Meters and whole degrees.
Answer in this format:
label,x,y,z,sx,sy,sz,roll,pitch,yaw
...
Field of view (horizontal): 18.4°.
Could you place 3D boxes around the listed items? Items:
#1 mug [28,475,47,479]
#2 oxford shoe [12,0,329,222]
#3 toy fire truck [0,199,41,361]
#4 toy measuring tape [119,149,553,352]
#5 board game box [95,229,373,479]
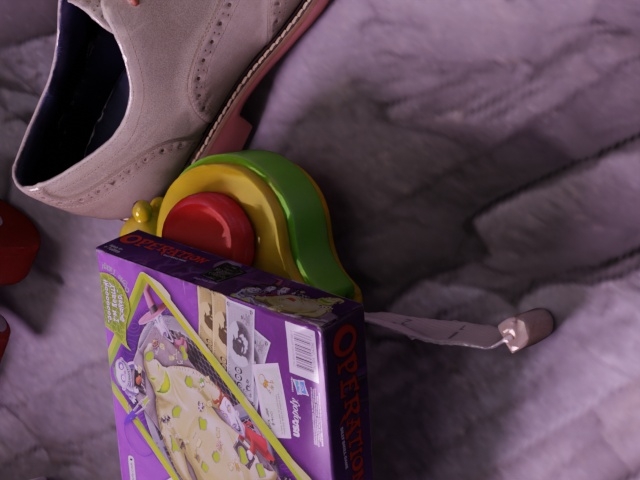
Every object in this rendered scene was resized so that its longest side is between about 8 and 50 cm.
label,x,y,z,sx,sy,sz,roll,pitch,yaw
mug,-0.233,0.225,1.553,0.062,0.078,0.064,-22,83,4
oxford shoe,-0.090,-0.183,1.370,0.140,0.146,0.397,35,110,38
toy fire truck,-0.388,0.015,1.542,0.302,0.254,0.169,39,113,28
toy measuring tape,0.000,0.000,1.322,0.330,0.121,0.121,6,93,32
board game box,-0.051,0.179,1.322,0.208,0.056,0.347,15,120,35
